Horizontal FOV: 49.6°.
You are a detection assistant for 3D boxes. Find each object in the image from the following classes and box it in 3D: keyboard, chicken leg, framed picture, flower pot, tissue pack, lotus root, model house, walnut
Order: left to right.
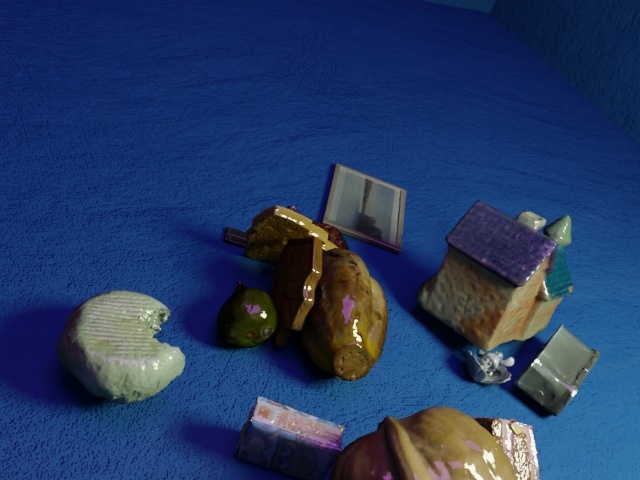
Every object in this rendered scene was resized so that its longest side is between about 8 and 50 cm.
[{"bbox_3d":[-0.141,0.006,1.558,0.155,0.010,0.053,17,36,-9],"label":"keyboard"},{"bbox_3d":[-0.050,0.326,1.126,0.155,0.116,0.065,22,39,-4],"label":"tissue pack"},{"bbox_3d":[0.000,0.000,1.614,0.105,0.051,0.253,-14,48,-33],"label":"chicken leg"},{"bbox_3d":[0.045,0.139,1.357,0.193,0.193,0.291,16,37,-11],"label":"lotus root"},{"bbox_3d":[0.119,-0.090,1.813,0.213,0.016,0.289,21,37,-5],"label":"framed picture"},{"bbox_3d":[0.151,0.392,1.032,0.296,0.285,0.285,-20,48,-5],"label":"walnut"},{"bbox_3d":[0.416,0.052,1.536,0.245,0.280,0.312,36,29,33],"label":"model house"},{"bbox_3d":[0.516,0.279,1.506,0.108,0.103,0.229,39,39,17],"label":"flower pot"}]

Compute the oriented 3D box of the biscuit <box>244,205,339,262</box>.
[{"bbox_3d":[-0.069,-0.009,1.443,0.212,0.239,0.041,4,60,11],"label":"biscuit"}]

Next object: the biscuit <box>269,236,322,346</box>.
[{"bbox_3d":[-0.060,0.099,1.342,0.034,0.182,0.215,18,80,-24],"label":"biscuit"}]

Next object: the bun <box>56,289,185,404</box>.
[{"bbox_3d":[-0.324,0.183,1.143,0.203,0.127,0.212,20,29,-5],"label":"bun"}]

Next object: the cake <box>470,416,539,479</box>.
[{"bbox_3d":[0.332,0.436,1.217,0.115,0.113,0.295,9,50,-17],"label":"cake"}]

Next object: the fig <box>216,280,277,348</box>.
[{"bbox_3d":[-0.140,0.134,1.336,0.117,0.117,0.177,14,18,-13],"label":"fig"}]

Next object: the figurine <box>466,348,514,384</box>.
[{"bbox_3d":[0.355,0.261,1.459,0.086,0.082,0.094,-13,24,-9],"label":"figurine"}]
